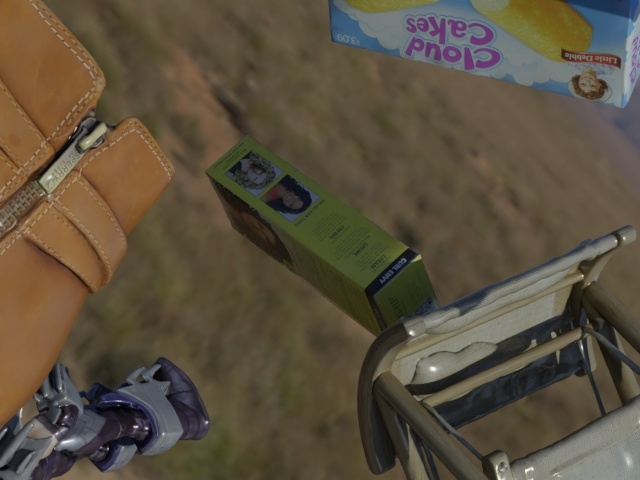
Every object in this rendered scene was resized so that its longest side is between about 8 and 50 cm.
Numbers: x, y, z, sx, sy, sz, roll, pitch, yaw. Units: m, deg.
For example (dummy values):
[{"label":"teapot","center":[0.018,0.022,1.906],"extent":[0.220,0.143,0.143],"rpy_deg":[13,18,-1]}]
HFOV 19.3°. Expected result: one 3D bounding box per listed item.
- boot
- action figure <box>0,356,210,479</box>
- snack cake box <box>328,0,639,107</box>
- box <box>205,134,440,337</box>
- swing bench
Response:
[{"label":"boot","center":[-0.191,-0.031,0.750],"extent":[0.109,0.220,0.283],"rpy_deg":[18,-26,53]},{"label":"action figure","center":[-0.218,0.165,1.478],"extent":[0.099,0.185,0.285],"rpy_deg":[56,30,11]},{"label":"snack cake box","center":[0.140,-0.217,1.554],"extent":[0.264,0.089,0.152],"rpy_deg":[15,-41,18]},{"label":"box","center":[0.000,0.000,1.638],"extent":[0.232,0.058,0.087],"rpy_deg":[35,-20,38]},{"label":"swing bench","center":[0.188,0.156,1.529],"extent":[0.253,0.165,0.254],"rpy_deg":[-20,70,-32]}]
